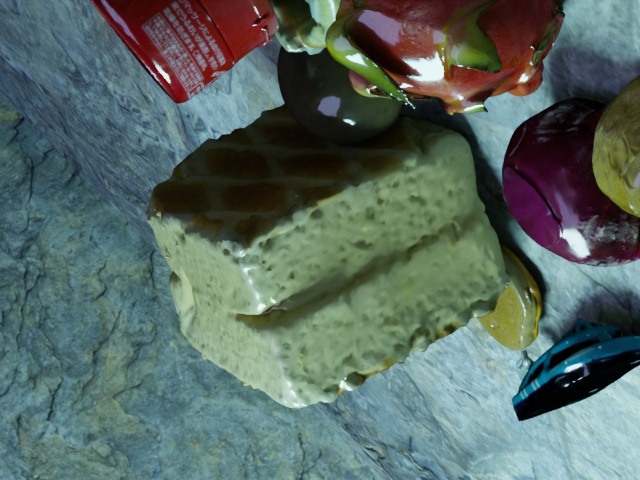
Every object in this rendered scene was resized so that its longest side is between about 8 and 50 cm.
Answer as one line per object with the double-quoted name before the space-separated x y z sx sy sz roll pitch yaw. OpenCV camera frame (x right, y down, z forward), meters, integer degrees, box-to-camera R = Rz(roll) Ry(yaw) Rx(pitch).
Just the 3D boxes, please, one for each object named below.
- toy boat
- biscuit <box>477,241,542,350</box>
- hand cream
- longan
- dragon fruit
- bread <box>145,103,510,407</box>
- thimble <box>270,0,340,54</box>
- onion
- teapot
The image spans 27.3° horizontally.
"toy boat" 0.327 0.154 1.716 0.299 0.134 0.092 113 142 -68
"biscuit" 0.250 0.065 1.827 0.170 0.050 0.170 49 156 30
"hand cream" -0.165 -0.269 1.417 0.230 0.149 0.230 49 177 4
"longan" 0.030 -0.204 1.635 0.187 0.167 0.167 -104 -5 -46
"dragon fruit" 0.124 -0.227 1.289 0.227 0.224 0.224 24 157 6
"bread" 0.000 0.000 1.744 0.390 0.371 0.279 26 139 58
"thimble" -0.020 -0.356 1.472 0.254 0.167 0.288 25 147 55
"onion" 0.283 -0.072 1.370 0.195 0.139 0.218 52 160 19
"teapot" 0.338 -0.106 1.120 0.311 0.203 0.167 -98 11 -71
